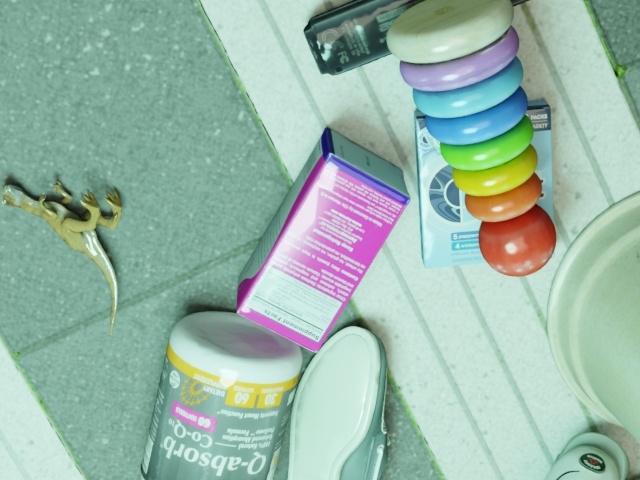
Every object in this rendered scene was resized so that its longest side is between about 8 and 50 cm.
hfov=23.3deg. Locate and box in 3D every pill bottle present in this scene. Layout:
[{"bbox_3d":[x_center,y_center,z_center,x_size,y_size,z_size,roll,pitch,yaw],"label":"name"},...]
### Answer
[{"bbox_3d":[-0.126,0.238,1.856,0.162,0.162,0.278,12,108,-6],"label":"pill bottle"}]

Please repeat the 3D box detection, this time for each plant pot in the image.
[{"bbox_3d":[0.445,0.136,1.762,0.333,0.305,0.334,0,109,-1],"label":"plant pot"}]

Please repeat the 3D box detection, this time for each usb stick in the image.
[{"bbox_3d":[0.119,-0.264,1.750,0.278,0.045,0.077,-21,116,5],"label":"usb stick"}]

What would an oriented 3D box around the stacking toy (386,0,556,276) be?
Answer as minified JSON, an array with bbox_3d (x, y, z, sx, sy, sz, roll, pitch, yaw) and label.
[{"bbox_3d":[0.182,-0.104,1.723,0.141,0.141,0.330,-17,114,4],"label":"stacking toy"}]

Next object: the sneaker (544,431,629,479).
[{"bbox_3d":[0.281,0.404,1.915,0.122,0.146,0.331,18,116,18],"label":"sneaker"}]

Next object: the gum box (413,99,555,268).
[{"bbox_3d":[0.192,-0.065,1.823,0.157,0.041,0.184,-5,110,-1],"label":"gum box"}]

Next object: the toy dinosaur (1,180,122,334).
[{"bbox_3d":[-0.278,-0.006,1.829,0.211,0.064,0.112,45,121,-6],"label":"toy dinosaur"}]

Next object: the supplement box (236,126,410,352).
[{"bbox_3d":[0.000,0.000,1.803,0.114,0.111,0.220,29,107,-12],"label":"supplement box"}]

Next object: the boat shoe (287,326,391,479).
[{"bbox_3d":[0.030,0.255,1.919,0.099,0.116,0.319,-1,108,-48],"label":"boat shoe"}]
